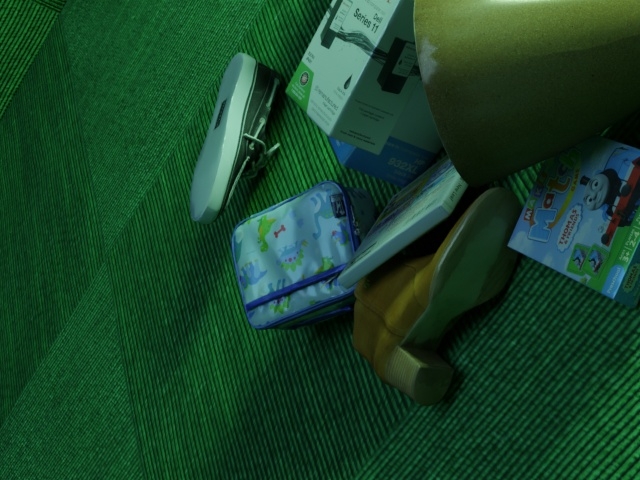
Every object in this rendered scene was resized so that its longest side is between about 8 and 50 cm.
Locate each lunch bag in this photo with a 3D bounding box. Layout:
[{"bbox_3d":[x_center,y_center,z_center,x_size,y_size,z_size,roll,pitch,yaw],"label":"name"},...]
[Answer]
[{"bbox_3d":[-0.015,0.027,1.955,0.219,0.090,0.176,-21,72,34],"label":"lunch bag"}]

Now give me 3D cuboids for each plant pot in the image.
[{"bbox_3d":[0.261,-0.203,1.550,0.254,0.237,0.237,-14,56,22],"label":"plant pot"}]

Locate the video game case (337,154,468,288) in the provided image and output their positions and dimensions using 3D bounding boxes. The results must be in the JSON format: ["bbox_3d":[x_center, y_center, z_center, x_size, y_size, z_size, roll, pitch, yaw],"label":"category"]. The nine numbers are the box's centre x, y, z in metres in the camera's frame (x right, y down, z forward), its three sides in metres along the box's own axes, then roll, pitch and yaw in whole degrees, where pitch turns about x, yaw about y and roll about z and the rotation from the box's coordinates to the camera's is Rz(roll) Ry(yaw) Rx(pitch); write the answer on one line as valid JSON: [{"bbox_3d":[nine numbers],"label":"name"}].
[{"bbox_3d":[0.126,-0.044,1.803,0.212,0.023,0.193,-38,11,44],"label":"video game case"}]

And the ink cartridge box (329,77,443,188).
[{"bbox_3d":[0.129,-0.261,1.912,0.307,0.129,0.223,-54,34,27],"label":"ink cartridge box"}]

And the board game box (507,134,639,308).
[{"bbox_3d":[0.306,-0.033,1.569,0.211,0.039,0.160,32,101,61],"label":"board game box"}]

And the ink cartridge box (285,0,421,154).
[{"bbox_3d":[0.060,-0.238,1.796,0.208,0.087,0.153,-62,34,15],"label":"ink cartridge box"}]

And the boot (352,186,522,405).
[{"bbox_3d":[0.128,0.042,1.760,0.211,0.104,0.295,42,114,59],"label":"boot"}]

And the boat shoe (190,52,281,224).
[{"bbox_3d":[-0.131,-0.156,2.318,0.113,0.105,0.306,-34,39,52],"label":"boat shoe"}]
